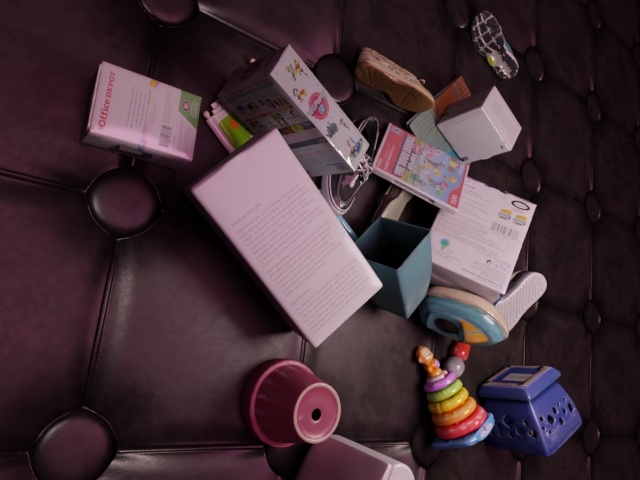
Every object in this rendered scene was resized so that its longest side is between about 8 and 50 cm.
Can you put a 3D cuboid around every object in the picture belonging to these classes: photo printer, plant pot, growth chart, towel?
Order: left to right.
[{"bbox_3d":[-0.181,-0.318,1.235,0.172,0.021,0.237,47,61,-24],"label":"growth chart"},{"bbox_3d":[-0.057,0.383,1.146,0.201,0.180,0.202,5,81,-36],"label":"plant pot"},{"bbox_3d":[0.044,0.586,1.116,0.107,0.307,0.256,36,68,-26],"label":"photo printer"},{"bbox_3d":[0.207,0.088,1.365,0.166,0.165,0.234,-45,135,-29],"label":"plant pot"},{"bbox_3d":[0.445,-0.369,1.686,0.370,0.040,0.272,-45,110,-32],"label":"towel"},{"bbox_3d":[0.677,0.544,1.633,0.235,0.236,0.212,-17,89,-35],"label":"plant pot"}]

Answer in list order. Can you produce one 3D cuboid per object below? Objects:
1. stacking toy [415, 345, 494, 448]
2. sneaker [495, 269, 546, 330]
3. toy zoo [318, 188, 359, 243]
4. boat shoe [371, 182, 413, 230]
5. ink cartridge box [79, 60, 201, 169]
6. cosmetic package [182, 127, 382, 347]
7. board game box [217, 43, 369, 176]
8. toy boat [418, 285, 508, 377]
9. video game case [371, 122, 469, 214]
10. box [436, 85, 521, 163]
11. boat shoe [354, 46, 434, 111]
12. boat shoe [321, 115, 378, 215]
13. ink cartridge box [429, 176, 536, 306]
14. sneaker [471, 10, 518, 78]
[{"bbox_3d":[0.373,0.455,1.489,0.175,0.165,0.302,-20,82,-45],"label":"stacking toy"},{"bbox_3d":[0.621,0.225,1.703,0.321,0.127,0.126,-37,101,-7],"label":"sneaker"},{"bbox_3d":[0.000,0.000,1.323,0.293,0.030,0.192,51,59,-20],"label":"toy zoo"},{"bbox_3d":[0.211,-0.117,1.470,0.228,0.068,0.081,-50,142,-28],"label":"boat shoe"},{"bbox_3d":[-0.376,-0.256,1.042,0.212,0.093,0.155,13,76,-36],"label":"ink cartridge box"},{"bbox_3d":[-0.083,-0.003,1.152,0.230,0.161,0.453,-40,109,-15],"label":"cosmetic package"},{"bbox_3d":[-0.062,-0.286,1.169,0.303,0.223,0.098,43,65,-33],"label":"board game box"},{"bbox_3d":[0.420,0.285,1.491,0.148,0.267,0.318,-55,147,-34],"label":"toy boat"},{"bbox_3d":[0.301,-0.217,1.477,0.285,0.025,0.204,27,55,-5],"label":"video game case"},{"bbox_3d":[0.511,-0.367,1.596,0.182,0.180,0.119,47,59,-22],"label":"box"},{"bbox_3d":[0.235,-0.488,1.503,0.285,0.104,0.090,24,63,-27],"label":"boat shoe"},{"bbox_3d":[0.095,-0.209,1.354,0.113,0.104,0.307,39,59,-29],"label":"boat shoe"},{"bbox_3d":[0.482,-0.025,1.528,0.269,0.151,0.396,25,67,11],"label":"ink cartridge box"},{"bbox_3d":[0.651,-0.734,1.856,0.275,0.107,0.110,49,40,-27],"label":"sneaker"}]
